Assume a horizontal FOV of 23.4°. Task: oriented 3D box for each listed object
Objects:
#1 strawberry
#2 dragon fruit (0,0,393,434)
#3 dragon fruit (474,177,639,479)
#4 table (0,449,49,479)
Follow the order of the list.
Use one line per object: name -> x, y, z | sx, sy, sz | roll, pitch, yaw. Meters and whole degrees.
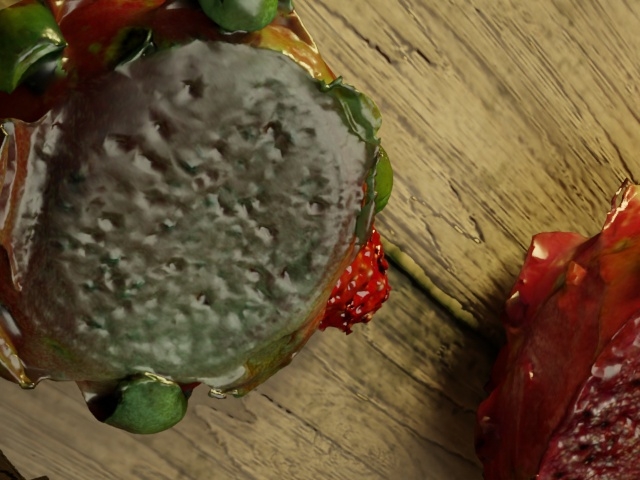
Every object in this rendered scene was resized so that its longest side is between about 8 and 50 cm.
strawberry -> 0.000, 0.000, 1.047 | 0.121, 0.082, 0.188 | -51, 132, -8
dragon fruit -> -0.086, -0.032, 0.893 | 0.268, 0.130, 0.295 | 20, 106, -17
dragon fruit -> 0.284, 0.109, 1.232 | 0.371, 0.249, 0.386 | -23, 124, -9
table -> -0.268, 0.170, 0.842 | 0.169, 0.193, 0.172 | -12, 120, -34
